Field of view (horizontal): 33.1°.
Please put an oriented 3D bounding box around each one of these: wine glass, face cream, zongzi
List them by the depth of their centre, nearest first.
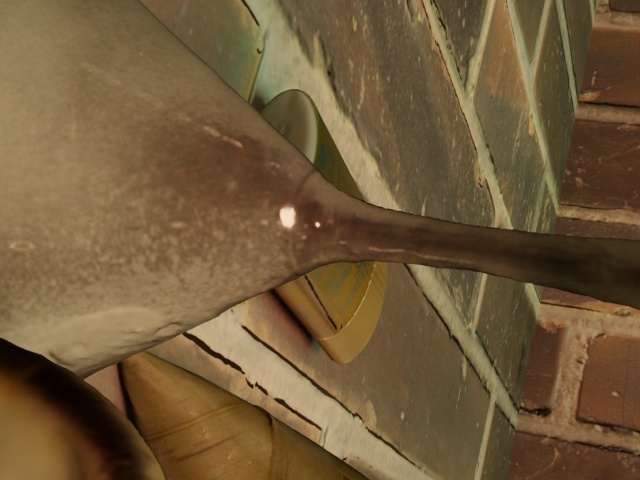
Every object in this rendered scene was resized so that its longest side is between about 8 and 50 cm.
[{"bbox_3d":[0.020,-0.003,0.522,0.267,0.406,0.267,10,90,-68],"label":"wine glass"},{"bbox_3d":[-0.055,0.198,0.843,0.154,0.317,0.289,-40,-177,-18],"label":"zongzi"},{"bbox_3d":[0.000,0.000,0.944,0.285,0.067,0.139,57,45,-59],"label":"face cream"}]

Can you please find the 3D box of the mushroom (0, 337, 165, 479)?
[{"bbox_3d":[-0.152,0.200,0.400,0.292,0.218,0.212,-58,153,-49],"label":"mushroom"}]
